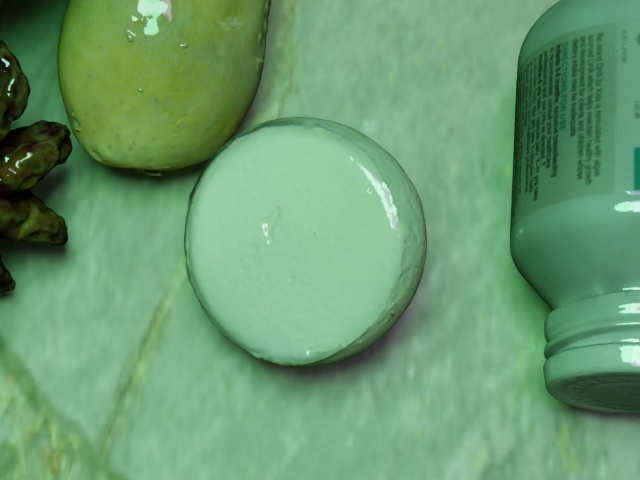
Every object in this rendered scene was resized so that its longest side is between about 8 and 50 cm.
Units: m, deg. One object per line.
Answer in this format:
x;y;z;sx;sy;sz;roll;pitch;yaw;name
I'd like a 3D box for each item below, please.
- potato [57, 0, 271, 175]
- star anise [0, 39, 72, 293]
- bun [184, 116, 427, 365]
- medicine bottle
-0.087;-0.126;0.718;0.118;0.109;0.178;14;96;-16;potato
-0.215;0.000;0.647;0.073;0.177;0.234;26;83;43;star anise
0.000;0.000;0.690;0.138;0.094;0.138;1;92;27;bun
0.172;-0.020;0.681;0.135;0.135;0.215;6;69;0;medicine bottle
